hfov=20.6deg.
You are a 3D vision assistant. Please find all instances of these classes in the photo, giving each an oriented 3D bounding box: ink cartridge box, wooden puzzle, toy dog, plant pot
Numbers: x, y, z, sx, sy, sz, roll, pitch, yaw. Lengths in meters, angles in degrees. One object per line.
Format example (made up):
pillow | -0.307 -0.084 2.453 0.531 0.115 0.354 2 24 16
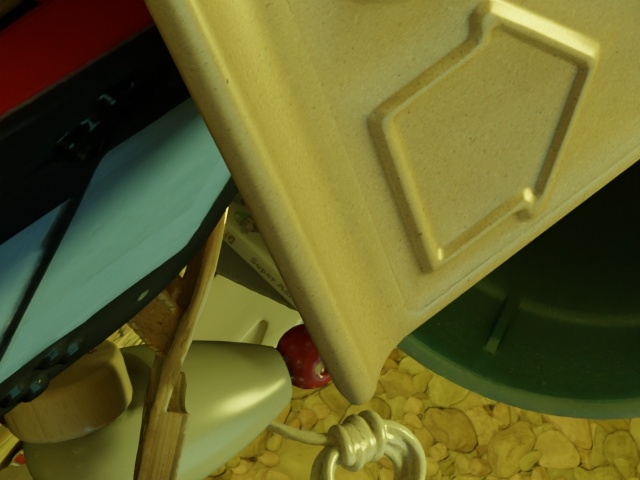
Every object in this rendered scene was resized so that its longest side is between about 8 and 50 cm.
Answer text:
ink cartridge box | -0.057 0.066 1.690 0.154 0.093 0.212 -48 176 12
wooden puzzle | 0.087 -0.137 0.646 0.348 0.080 0.322 -41 147 -12
toy dog | -0.087 0.096 1.208 0.333 0.161 0.220 -5 106 -38
plant pot | 0.195 -0.113 1.169 0.341 0.341 0.334 -50 -178 35

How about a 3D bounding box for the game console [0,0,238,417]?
game console | -0.131 0.009 0.760 0.342 0.060 0.386 -44 174 -36

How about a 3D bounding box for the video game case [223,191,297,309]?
video game case | 0.000 0.000 1.174 0.119 0.166 0.015 -41 173 -48

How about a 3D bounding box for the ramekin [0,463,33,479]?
ramekin | -0.202 0.291 1.341 0.273 0.273 0.127 -50 -174 36

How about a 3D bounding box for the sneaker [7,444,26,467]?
sneaker | -0.231 0.183 1.462 0.158 0.061 0.065 -50 -159 41

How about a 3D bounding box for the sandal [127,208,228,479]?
sandal | -0.106 0.033 1.029 0.088 0.079 0.240 -113 -147 -73
